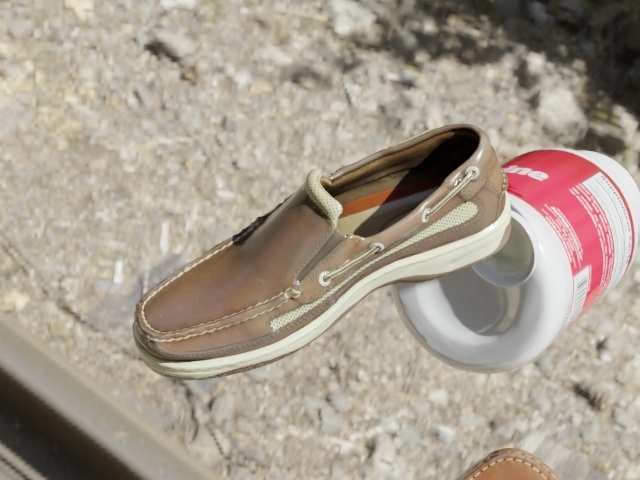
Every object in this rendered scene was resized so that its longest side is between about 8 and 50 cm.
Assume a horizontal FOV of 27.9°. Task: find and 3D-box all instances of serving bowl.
[{"bbox_3d":[0.182,0.003,1.270,0.083,0.083,0.027,37,41,22],"label":"serving bowl"}]

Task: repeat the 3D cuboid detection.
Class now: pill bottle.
[{"bbox_3d":[0.279,0.006,1.695,0.229,0.229,0.408,34,30,19],"label":"pill bottle"}]

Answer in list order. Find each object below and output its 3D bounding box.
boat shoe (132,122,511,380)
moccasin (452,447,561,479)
[{"bbox_3d":[-0.003,-0.005,0.803,0.257,0.095,0.095,-26,47,-14],"label":"boat shoe"},{"bbox_3d":[0.055,0.319,1.006,0.380,0.147,0.139,-43,72,-6],"label":"moccasin"}]
